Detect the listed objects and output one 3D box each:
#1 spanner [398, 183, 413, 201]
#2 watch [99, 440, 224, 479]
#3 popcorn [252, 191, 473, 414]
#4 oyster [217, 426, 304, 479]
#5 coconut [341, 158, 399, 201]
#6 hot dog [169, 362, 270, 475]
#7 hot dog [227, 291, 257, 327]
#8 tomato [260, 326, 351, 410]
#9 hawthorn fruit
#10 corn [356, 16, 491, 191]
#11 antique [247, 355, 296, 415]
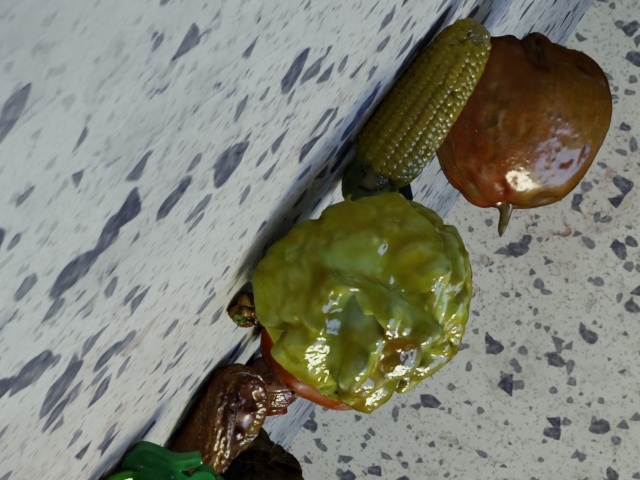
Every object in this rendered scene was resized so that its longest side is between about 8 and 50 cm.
[{"bbox_3d":[0.121,-0.127,1.655,0.046,0.012,0.208,59,31,-44],"label":"spanner"},{"bbox_3d":[-0.205,0.342,1.541,0.152,0.165,0.131,-82,-170,-67],"label":"watch"},{"bbox_3d":[0.061,0.067,1.527,0.282,0.247,0.282,-34,168,-8],"label":"popcorn"},{"bbox_3d":[-0.129,0.427,2.029,0.096,0.361,0.221,-1,109,-30],"label":"oyster"},{"bbox_3d":[0.069,-0.073,1.656,0.096,0.088,0.088,-23,-160,51],"label":"coconut"},{"bbox_3d":[-0.151,0.277,1.816,0.160,0.099,0.227,-46,166,-48],"label":"hot dog"},{"bbox_3d":[-0.092,0.092,1.590,0.049,0.037,0.122,-57,173,0],"label":"hot dog"},{"bbox_3d":[0.025,0.148,1.868,0.188,0.232,0.232,-71,167,16],"label":"tomato"},{"bbox_3d":[0.290,-0.151,1.824,0.277,0.277,0.298,48,48,-82],"label":"hawthorn fruit"},{"bbox_3d":[0.130,-0.169,1.567,0.261,0.097,0.097,-54,172,-5],"label":"corn"},{"bbox_3d":[-0.082,0.235,2.022,0.104,0.104,0.104,-52,172,-11],"label":"antique"}]
